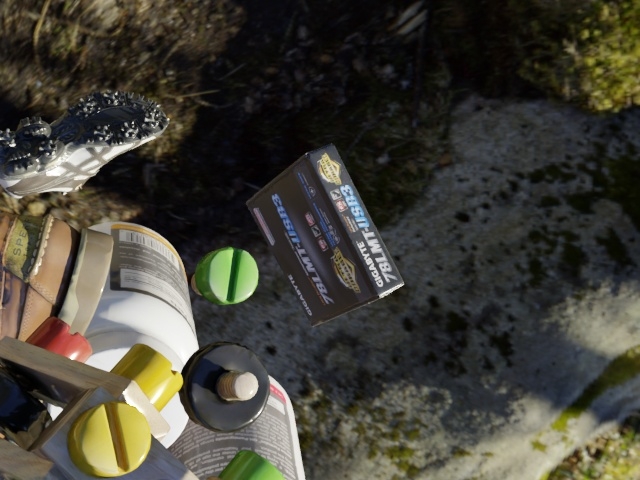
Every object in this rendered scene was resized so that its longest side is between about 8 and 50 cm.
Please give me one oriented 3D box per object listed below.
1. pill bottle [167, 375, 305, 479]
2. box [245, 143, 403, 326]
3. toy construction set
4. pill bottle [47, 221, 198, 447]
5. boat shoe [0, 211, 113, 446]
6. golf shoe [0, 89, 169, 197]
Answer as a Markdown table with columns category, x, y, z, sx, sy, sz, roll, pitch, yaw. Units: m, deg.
| category | x | y | z | sx | sy | sz | roll | pitch | yaw |
| --- | --- | --- | --- | --- | --- | --- | --- | --- | --- |
| pill bottle | -0.102 | 0.300 | 1.086 | 0.177 | 0.318 | 0.176 | -4 | 118 | -7 |
| box | 0.000 | 0.000 | 1.816 | 0.073 | 0.293 | 0.295 | -26 | 88 | -32 |
| toy construction set | -0.104 | 0.159 | 0.462 | 0.309 | 0.237 | 0.257 | -20 | 92 | -28 |
| pill bottle | -0.213 | 0.101 | 0.999 | 0.162 | 0.278 | 0.162 | -5 | 115 | -10 |
| boat shoe | -0.270 | 0.088 | 0.786 | 0.105 | 0.110 | 0.307 | 19 | 126 | -20 |
| golf shoe | -0.266 | -0.104 | 1.052 | 0.198 | 0.094 | 0.077 | -19 | 64 | -24 |
